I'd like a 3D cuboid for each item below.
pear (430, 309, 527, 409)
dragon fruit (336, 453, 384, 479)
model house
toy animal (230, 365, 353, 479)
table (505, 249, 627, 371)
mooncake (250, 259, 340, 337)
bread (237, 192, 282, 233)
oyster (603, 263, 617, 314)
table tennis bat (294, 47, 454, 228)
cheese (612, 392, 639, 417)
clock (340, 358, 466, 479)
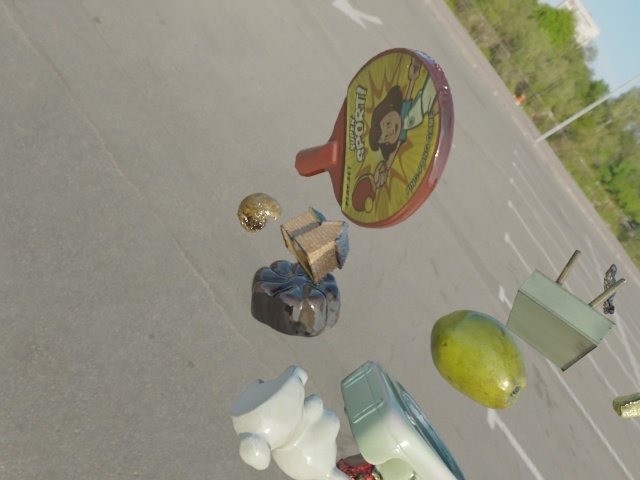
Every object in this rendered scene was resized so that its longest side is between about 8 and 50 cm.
[{"bbox_3d":[0.472,0.348,1.480,0.253,0.252,0.307,26,11,-42],"label":"pear"},{"bbox_3d":[0.114,0.727,1.440,0.160,0.167,0.171,-17,103,-79],"label":"dragon fruit"},{"bbox_3d":[0.000,0.000,1.470,0.183,0.172,0.166,49,-15,36],"label":"model house"},{"bbox_3d":[-0.061,0.510,1.218,0.367,0.196,0.241,54,32,-19],"label":"toy animal"},{"bbox_3d":[0.382,0.108,0.774,0.122,0.111,0.240,40,-7,26],"label":"table"},{"bbox_3d":[-0.081,0.185,1.643,0.307,0.154,0.306,4,27,-2],"label":"mooncake"},{"bbox_3d":[-0.147,-0.063,1.123,0.082,0.113,0.060,44,46,-13],"label":"bread"},{"bbox_3d":[0.759,0.132,1.297,0.086,0.029,0.132,-53,134,-41],"label":"oyster"},{"bbox_3d":[0.067,-0.152,0.804,0.051,0.415,0.267,3,89,-28],"label":"table tennis bat"},{"bbox_3d":[0.471,0.236,0.722,0.044,0.083,0.030,19,58,-71],"label":"cheese"},{"bbox_3d":[0.173,0.403,0.949,0.324,0.109,0.265,53,3,-12],"label":"clock"}]
